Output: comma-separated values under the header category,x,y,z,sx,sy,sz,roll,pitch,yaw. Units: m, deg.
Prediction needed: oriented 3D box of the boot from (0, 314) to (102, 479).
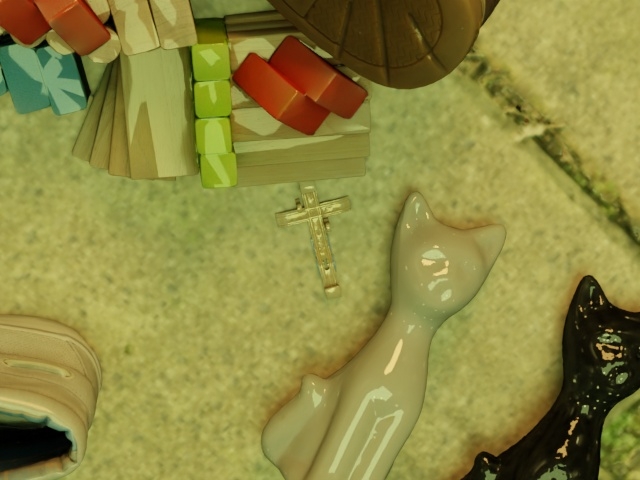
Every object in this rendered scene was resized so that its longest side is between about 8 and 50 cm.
category,x,y,z,sx,sy,sz,roll,pitch,yaw
boot,-0.261,0.092,0.855,0.258,0.123,0.095,1,109,-7

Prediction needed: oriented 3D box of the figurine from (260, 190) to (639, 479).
category,x,y,z,sx,sy,sz,roll,pitch,yaw
figurine,0.099,0.096,0.926,0.214,0.092,0.209,26,96,-13

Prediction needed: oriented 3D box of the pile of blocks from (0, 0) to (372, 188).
category,x,y,z,sx,sy,sz,roll,pitch,yaw
pile of blocks,-0.129,-0.105,0.810,0.362,0.113,0.149,19,105,-12

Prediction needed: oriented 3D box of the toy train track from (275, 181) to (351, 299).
category,x,y,z,sx,sy,sz,roll,pitch,yaw
toy train track,0.000,0.000,0.912,0.048,0.014,0.083,-14,110,-1

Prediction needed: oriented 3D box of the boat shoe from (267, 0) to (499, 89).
category,x,y,z,sx,sy,sz,roll,pitch,yaw
boat shoe,-0.033,-0.233,0.785,0.342,0.123,0.123,40,136,-1
